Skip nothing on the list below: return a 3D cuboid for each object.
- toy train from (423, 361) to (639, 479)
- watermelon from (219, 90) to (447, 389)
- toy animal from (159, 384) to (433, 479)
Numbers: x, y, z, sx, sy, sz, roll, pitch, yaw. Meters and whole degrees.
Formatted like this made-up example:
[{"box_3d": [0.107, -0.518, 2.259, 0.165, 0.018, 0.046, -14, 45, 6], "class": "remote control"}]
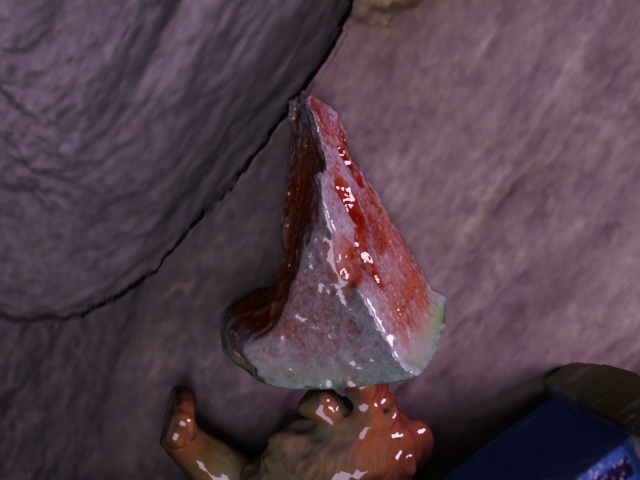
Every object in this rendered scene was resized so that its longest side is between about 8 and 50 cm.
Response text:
[{"box_3d": [0.152, 0.232, 0.897, 0.202, 0.131, 0.300, -34, 111, -16], "class": "toy train"}, {"box_3d": [0.020, 0.014, 0.853, 0.121, 0.098, 0.158, 16, 108, -5], "class": "watermelon"}, {"box_3d": [-0.036, 0.200, 0.934, 0.157, 0.097, 0.312, 12, 114, -9], "class": "toy animal"}]
